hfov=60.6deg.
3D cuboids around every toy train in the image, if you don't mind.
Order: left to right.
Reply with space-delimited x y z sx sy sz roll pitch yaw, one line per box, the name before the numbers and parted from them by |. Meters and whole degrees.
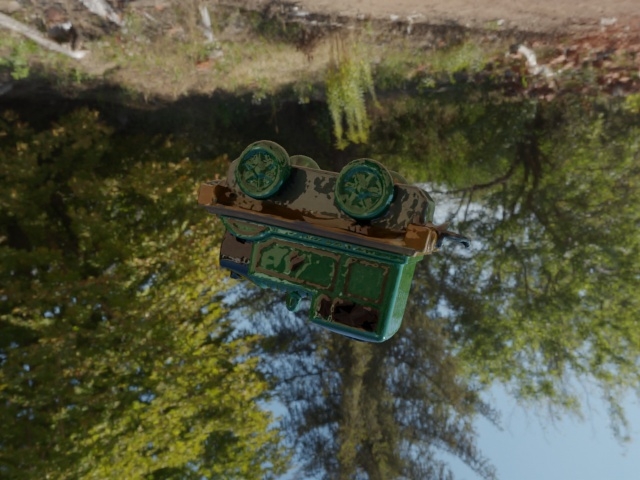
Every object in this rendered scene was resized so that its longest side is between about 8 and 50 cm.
toy train | 0.000 0.000 0.434 0.227 0.137 0.091 10 -176 18
